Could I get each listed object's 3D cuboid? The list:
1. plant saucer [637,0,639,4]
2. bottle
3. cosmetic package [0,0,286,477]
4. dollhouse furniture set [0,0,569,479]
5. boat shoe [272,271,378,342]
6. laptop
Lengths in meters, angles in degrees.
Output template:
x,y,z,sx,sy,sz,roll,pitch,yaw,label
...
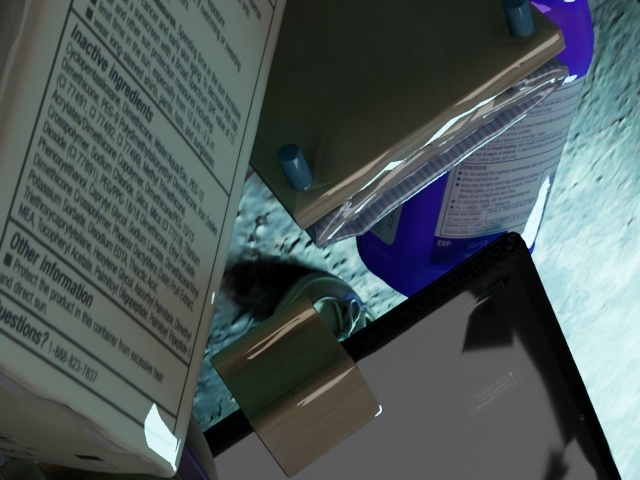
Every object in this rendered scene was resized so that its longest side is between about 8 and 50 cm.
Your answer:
x,y,z,sx,sy,sz,roll,pitch,yaw,label
0.203,-0.215,0.829,0.198,0.036,0.198,8,81,-63,plant saucer
0.099,-0.101,0.814,0.118,0.092,0.282,-15,129,-38,bottle
-0.095,-0.090,0.445,0.153,0.129,0.296,54,45,-59,cosmetic package
0.000,0.000,0.615,0.303,0.286,0.198,-36,143,-6,dollhouse furniture set
0.021,0.068,0.901,0.056,0.048,0.153,-50,145,-7,boat shoe
-0.005,0.236,0.933,0.382,0.236,0.408,-33,114,-16,laptop
